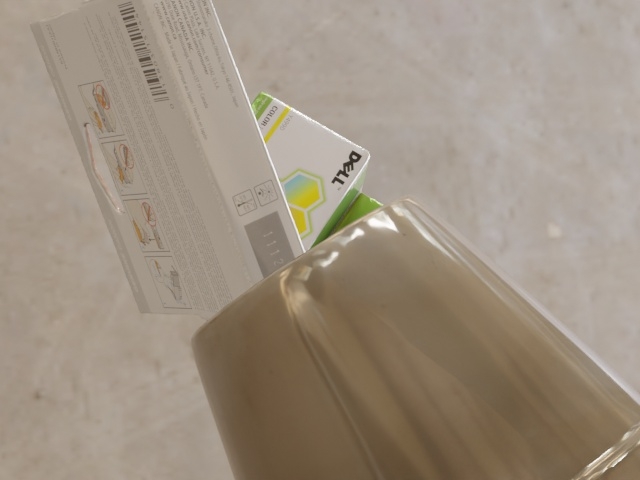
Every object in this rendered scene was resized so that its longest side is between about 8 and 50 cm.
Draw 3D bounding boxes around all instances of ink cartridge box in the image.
[{"bbox_3d":[0.000,0.000,1.680,0.188,0.255,0.097,-57,171,-21],"label":"ink cartridge box"},{"bbox_3d":[-0.131,-0.075,1.459,0.066,0.261,0.296,-25,102,-25],"label":"ink cartridge box"}]

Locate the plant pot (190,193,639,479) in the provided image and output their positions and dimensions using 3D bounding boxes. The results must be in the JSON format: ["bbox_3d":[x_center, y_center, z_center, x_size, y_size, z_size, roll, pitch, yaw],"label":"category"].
[{"bbox_3d":[0.064,0.132,1.162,0.323,0.323,0.280,-28,83,-51],"label":"plant pot"}]
